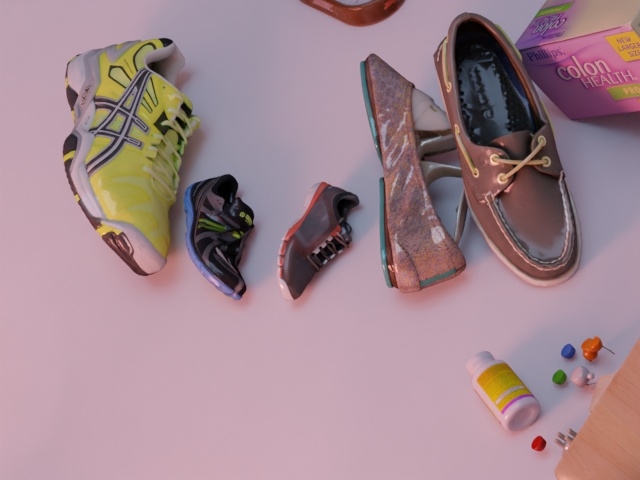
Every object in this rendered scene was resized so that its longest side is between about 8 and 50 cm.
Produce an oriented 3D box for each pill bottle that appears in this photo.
[{"bbox_3d":[0.180,0.148,1.309,0.043,0.043,0.083,-36,49,-1],"label":"pill bottle"}]

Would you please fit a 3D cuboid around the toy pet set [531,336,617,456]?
[{"bbox_3d":[0.276,0.157,1.261,0.114,0.065,0.122,-27,34,56],"label":"toy pet set"}]

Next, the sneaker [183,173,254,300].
[{"bbox_3d":[-0.115,-0.010,1.558,0.078,0.067,0.188,-27,46,15],"label":"sneaker"}]

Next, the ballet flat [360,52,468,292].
[{"bbox_3d":[0.112,-0.084,1.484,0.106,0.107,0.316,-11,61,10],"label":"ballet flat"}]

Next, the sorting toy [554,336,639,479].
[{"bbox_3d":[0.368,0.178,1.096,0.257,0.089,0.255,43,115,35],"label":"sorting toy"}]

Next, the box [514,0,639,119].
[{"bbox_3d":[0.360,-0.263,1.410,0.243,0.117,0.213,-53,20,-17],"label":"box"}]

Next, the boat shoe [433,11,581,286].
[{"bbox_3d":[0.196,-0.099,1.394,0.109,0.091,0.305,-18,72,0],"label":"boat shoe"}]

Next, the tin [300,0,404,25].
[{"bbox_3d":[0.034,-0.349,1.750,0.189,0.040,0.106,32,79,39],"label":"tin"}]

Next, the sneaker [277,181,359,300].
[{"bbox_3d":[0.000,0.000,1.500,0.064,0.061,0.158,9,62,24],"label":"sneaker"}]

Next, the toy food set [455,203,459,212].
[{"bbox_3d":[0.210,-0.043,1.449,0.122,0.019,0.078,18,67,35],"label":"toy food set"}]

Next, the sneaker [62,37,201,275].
[{"bbox_3d":[-0.230,-0.126,1.650,0.147,0.145,0.385,-23,51,10],"label":"sneaker"}]
